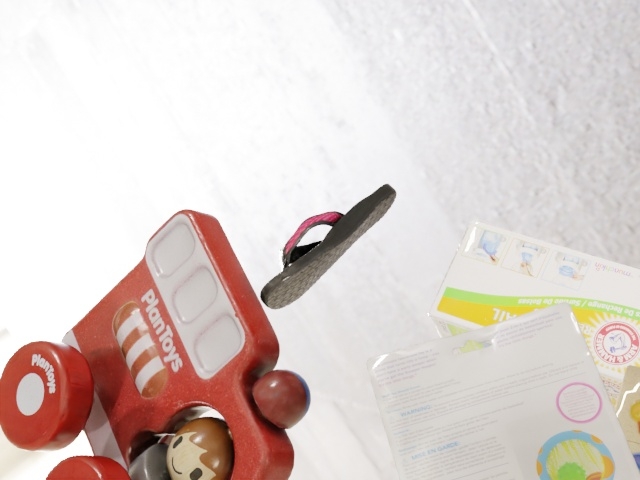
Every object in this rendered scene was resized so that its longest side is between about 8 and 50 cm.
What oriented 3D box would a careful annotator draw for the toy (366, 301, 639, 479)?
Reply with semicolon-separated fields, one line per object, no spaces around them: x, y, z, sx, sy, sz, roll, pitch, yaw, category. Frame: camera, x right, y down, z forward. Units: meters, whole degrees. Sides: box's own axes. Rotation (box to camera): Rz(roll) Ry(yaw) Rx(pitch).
0.124;0.164;0.714;0.056;0.137;0.237;75;179;-53;toy

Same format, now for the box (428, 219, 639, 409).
0.218;0.074;1.082;0.203;0.103;0.114;18;161;25;box

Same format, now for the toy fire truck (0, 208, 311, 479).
-0.132;0.152;1.059;0.169;0.254;0.302;18;-145;-49;toy fire truck

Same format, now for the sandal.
0.000;0.000;1.056;0.040;0.179;0.067;41;144;10;sandal

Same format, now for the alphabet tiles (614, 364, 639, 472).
0.269;0.230;0.745;0.342;0.285;0.011;13;153;21;alphabet tiles
